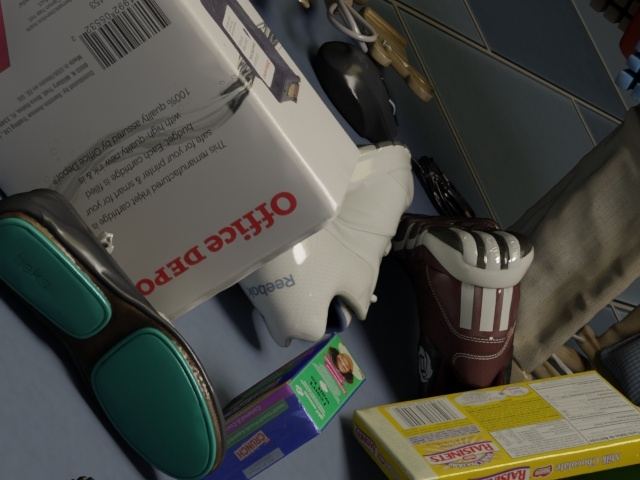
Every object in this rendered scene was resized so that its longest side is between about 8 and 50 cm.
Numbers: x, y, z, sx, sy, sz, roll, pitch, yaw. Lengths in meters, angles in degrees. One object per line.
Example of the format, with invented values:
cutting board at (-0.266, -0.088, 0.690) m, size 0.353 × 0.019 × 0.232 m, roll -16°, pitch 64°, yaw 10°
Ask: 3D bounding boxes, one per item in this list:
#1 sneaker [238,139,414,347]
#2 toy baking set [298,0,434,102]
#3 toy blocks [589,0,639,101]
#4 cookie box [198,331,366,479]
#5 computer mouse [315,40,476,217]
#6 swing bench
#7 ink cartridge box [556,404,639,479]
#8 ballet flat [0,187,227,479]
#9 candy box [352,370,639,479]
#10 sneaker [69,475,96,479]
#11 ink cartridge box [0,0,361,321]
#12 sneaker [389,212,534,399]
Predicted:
sneaker at (0.000, 0.000, 1.445) m, size 0.297 × 0.111 × 0.129 m, roll -27°, pitch 101°, yaw -64°
toy baking set at (0.027, -0.218, 1.786) m, size 0.256 × 0.030 × 0.197 m, roll 31°, pitch 18°, yaw -47°
toy blocks at (0.362, -0.159, 1.646) m, size 0.381 × 0.190 × 0.261 m, roll 43°, pitch 32°, yaw 22°
cookie box at (-0.029, 0.110, 1.217) m, size 0.040 × 0.092 × 0.107 m, roll 54°, pitch 22°, yaw -3°
computer mouse at (0.079, -0.097, 1.787) m, size 0.242 × 0.041 × 0.071 m, roll 46°, pitch 24°, yaw -30°
swing bench at (0.296, 0.048, 1.710) m, size 0.255 × 0.253 × 0.165 m, roll 38°, pitch 26°, yaw -12°
ink cartridge box at (0.211, 0.189, 1.438) m, size 0.255 × 0.097 × 0.189 m, roll 23°, pitch 16°, yaw -19°
ballet flat at (-0.119, 0.049, 1.137) m, size 0.203 × 0.074 × 0.074 m, roll 51°, pitch 23°, yaw -13°
candy box at (0.137, 0.141, 1.401) m, size 0.206 × 0.027 × 0.105 m, roll -7°, pitch 29°, yaw -22°
sneaker at (-0.104, 0.188, 1.011) m, size 0.058 × 0.052 × 0.135 m, roll 41°, pitch 28°, yaw -46°
ink cartridge box at (-0.114, -0.084, 1.180) m, size 0.237 × 0.172 × 0.100 m, roll 53°, pitch 22°, yaw -13°
sneaker at (0.099, 0.063, 1.574) m, size 0.281 × 0.106 × 0.162 m, roll -128°, pitch -138°, yaw -84°
